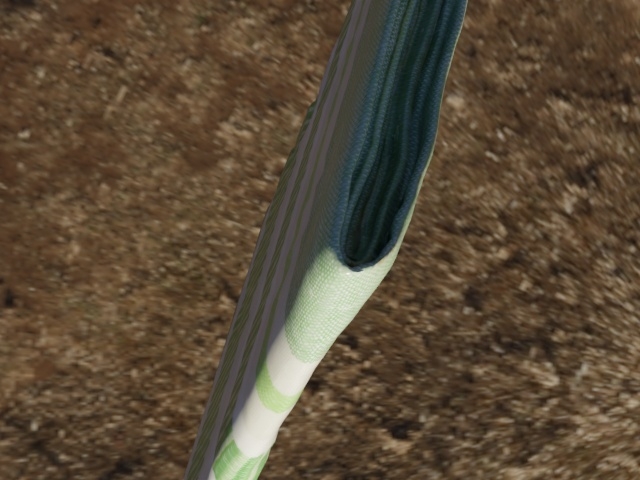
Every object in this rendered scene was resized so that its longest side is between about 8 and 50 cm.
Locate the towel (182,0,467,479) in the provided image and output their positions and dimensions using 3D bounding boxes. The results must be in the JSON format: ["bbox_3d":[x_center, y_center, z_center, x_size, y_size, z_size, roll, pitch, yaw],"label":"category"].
[{"bbox_3d":[0.000,0.000,0.569,0.038,0.325,0.248,20,54,-4],"label":"towel"}]
